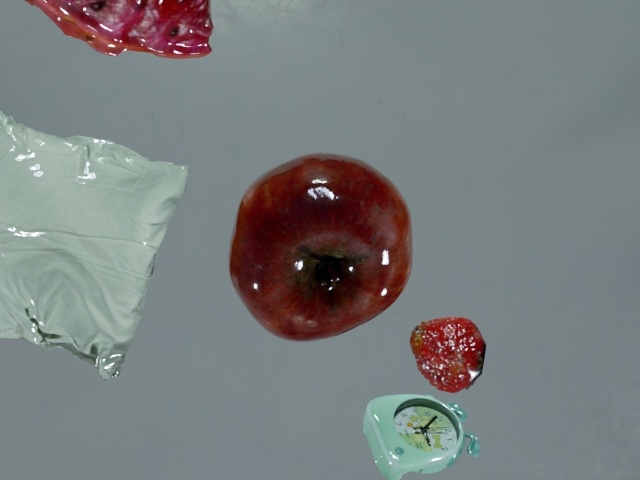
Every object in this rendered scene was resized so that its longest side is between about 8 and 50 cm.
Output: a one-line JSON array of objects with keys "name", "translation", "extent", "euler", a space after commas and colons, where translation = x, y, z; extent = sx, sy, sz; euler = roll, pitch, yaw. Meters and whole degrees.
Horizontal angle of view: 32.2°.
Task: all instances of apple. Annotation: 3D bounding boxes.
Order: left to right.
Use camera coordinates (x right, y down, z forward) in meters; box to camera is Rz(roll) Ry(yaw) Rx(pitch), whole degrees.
[{"name": "apple", "translation": [0.002, -0.001, 1.301], "extent": [0.234, 0.234, 0.233], "euler": [1, 74, -3]}]

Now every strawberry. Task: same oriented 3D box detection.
[{"name": "strawberry", "translation": [0.160, 0.142, 1.404], "extent": [0.106, 0.106, 0.106], "euler": [1, 74, -3]}]

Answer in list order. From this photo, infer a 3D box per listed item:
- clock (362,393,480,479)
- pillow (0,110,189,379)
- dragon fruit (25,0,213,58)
[{"name": "clock", "translation": [0.175, 0.333, 1.888], "extent": [0.189, 0.060, 0.148], "euler": [-1, 42, -18]}, {"name": "pillow", "translation": [-0.342, 0.002, 1.405], "extent": [0.284, 0.138, 0.309], "euler": [19, 72, -10]}, {"name": "dragon fruit", "translation": [-0.118, -0.232, 0.519], "extent": [0.134, 0.262, 0.211], "euler": [-7, 43, -27]}]
